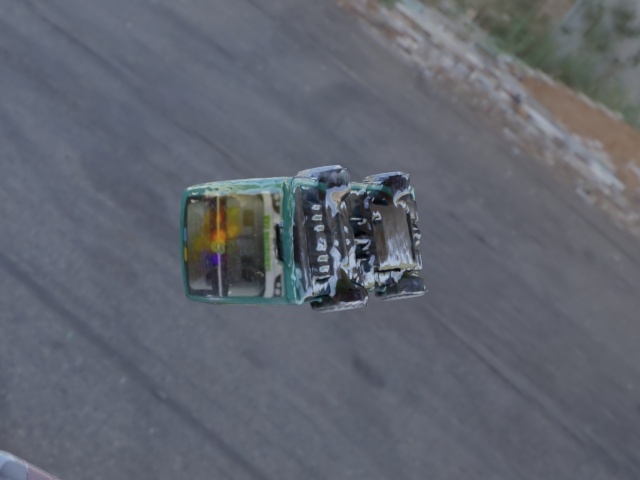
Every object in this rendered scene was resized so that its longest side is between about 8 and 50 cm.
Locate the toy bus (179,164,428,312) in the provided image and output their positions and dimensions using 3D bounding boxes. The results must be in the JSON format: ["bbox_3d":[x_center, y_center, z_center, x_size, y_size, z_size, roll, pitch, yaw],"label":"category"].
[{"bbox_3d":[0.000,0.000,0.909,0.109,0.091,0.262,-3,-2,22],"label":"toy bus"}]

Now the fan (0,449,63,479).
[{"bbox_3d":[-0.319,0.214,1.280,0.244,0.074,0.130,36,8,-30],"label":"fan"}]
